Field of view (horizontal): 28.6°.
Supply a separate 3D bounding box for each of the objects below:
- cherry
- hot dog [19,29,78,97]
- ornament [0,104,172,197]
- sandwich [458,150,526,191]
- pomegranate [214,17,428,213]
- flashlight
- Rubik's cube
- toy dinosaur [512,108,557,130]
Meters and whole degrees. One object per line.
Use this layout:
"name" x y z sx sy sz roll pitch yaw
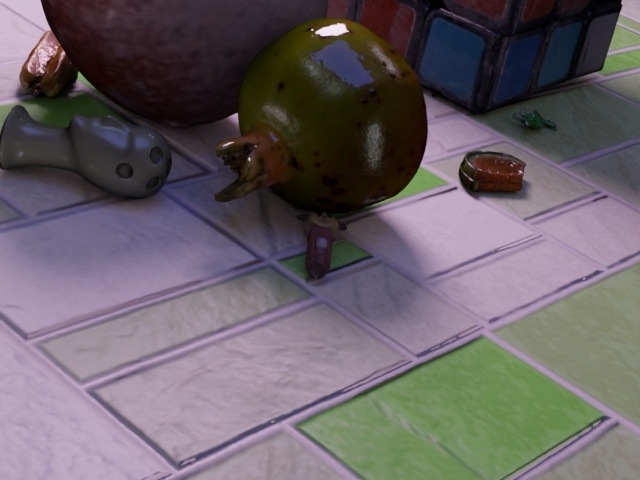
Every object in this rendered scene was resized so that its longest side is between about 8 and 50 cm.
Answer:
"cherry" -0.140 -0.296 1.323 0.291 0.335 0.326 33 75 32
"hot dog" -0.300 -0.194 1.406 0.056 0.041 0.133 13 35 -3
"ornament" -0.220 -0.087 1.197 0.156 0.081 0.075 11 32 3
"sandwich" 0.198 -0.080 1.437 0.101 0.026 0.069 -2 31 -30
"pomegranate" -0.002 -0.118 1.224 0.198 0.198 0.246 29 21 26
"flashlight" 0.000 0.000 1.187 0.052 0.031 0.110 13 28 -4
"Rubik's cube" 0.213 -0.421 1.724 0.362 0.359 0.363 32 32 28
"toy dinosaur" 0.280 -0.150 1.613 0.062 0.021 0.083 22 25 -13
